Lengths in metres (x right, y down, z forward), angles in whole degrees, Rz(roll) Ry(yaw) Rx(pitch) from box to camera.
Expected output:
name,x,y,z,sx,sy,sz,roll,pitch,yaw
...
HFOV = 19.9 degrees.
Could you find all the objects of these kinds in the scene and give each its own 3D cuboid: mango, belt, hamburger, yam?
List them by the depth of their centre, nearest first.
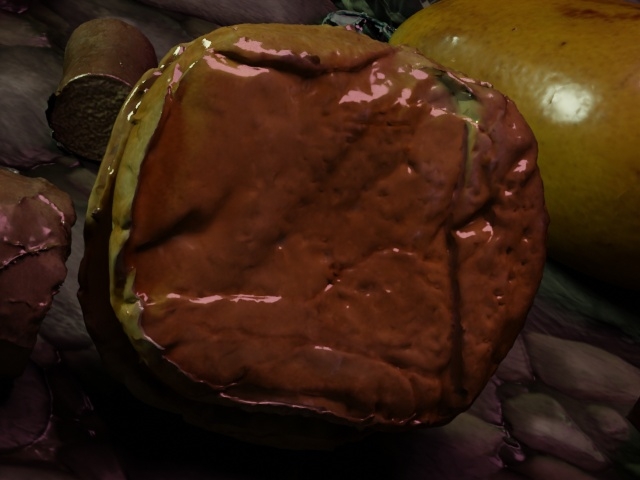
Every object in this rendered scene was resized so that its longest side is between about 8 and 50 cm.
name,x,y,z,sx,sy,sz,roll,pitch,yaw
yam,-0.260,0.008,1.046,0.238,0.129,0.128,12,28,-24
hamburger,-0.001,0.001,1.111,0.283,0.259,0.144,19,-3,-16
yam,-0.164,-0.118,1.405,0.084,0.084,0.127,17,30,-10
mango,0.225,-0.097,1.507,0.378,0.221,0.264,28,29,30
belt,0.050,-0.162,1.668,0.105,0.058,0.140,5,30,-37

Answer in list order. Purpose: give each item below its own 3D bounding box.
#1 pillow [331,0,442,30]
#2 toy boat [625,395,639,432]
name,x,y,z,sx,sy,sz,roll,pitch,yaw
pillow,0.164,-0.214,1.791,0.335,0.092,0.161,11,3,-21
toy boat,0.344,0.176,1.250,0.282,0.096,0.206,40,16,15
